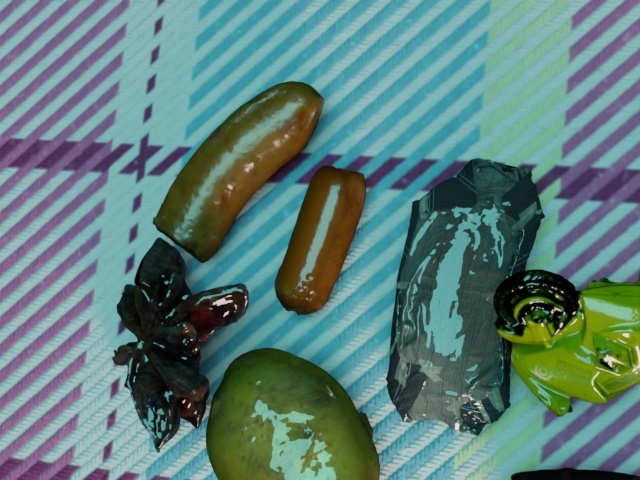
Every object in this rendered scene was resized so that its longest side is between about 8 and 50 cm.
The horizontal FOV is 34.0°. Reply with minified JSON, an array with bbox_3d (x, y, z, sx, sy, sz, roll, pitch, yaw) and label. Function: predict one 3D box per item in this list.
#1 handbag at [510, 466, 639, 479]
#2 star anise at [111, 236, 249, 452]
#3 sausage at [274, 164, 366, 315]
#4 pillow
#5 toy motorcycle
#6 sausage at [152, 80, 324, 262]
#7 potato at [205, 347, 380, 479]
[{"bbox_3d":[0.307,0.334,1.157,0.215,0.169,0.155,6,100,12],"label":"handbag"},{"bbox_3d":[-0.186,0.125,1.291,0.283,0.129,0.212,31,114,51],"label":"star anise"},{"bbox_3d":[0.000,0.000,1.320,0.076,0.076,0.197,19,88,14],"label":"sausage"},{"bbox_3d":[0.172,0.061,1.263,0.161,0.092,0.335,10,83,8],"label":"pillow"},{"bbox_3d":[0.359,0.121,1.177,0.342,0.206,0.142,4,54,2],"label":"toy motorcycle"},{"bbox_3d":[-0.103,-0.098,1.345,0.109,0.109,0.270,44,93,14],"label":"sausage"},{"bbox_3d":[-0.034,0.246,1.253,0.228,0.148,0.197,28,102,16],"label":"potato"}]
